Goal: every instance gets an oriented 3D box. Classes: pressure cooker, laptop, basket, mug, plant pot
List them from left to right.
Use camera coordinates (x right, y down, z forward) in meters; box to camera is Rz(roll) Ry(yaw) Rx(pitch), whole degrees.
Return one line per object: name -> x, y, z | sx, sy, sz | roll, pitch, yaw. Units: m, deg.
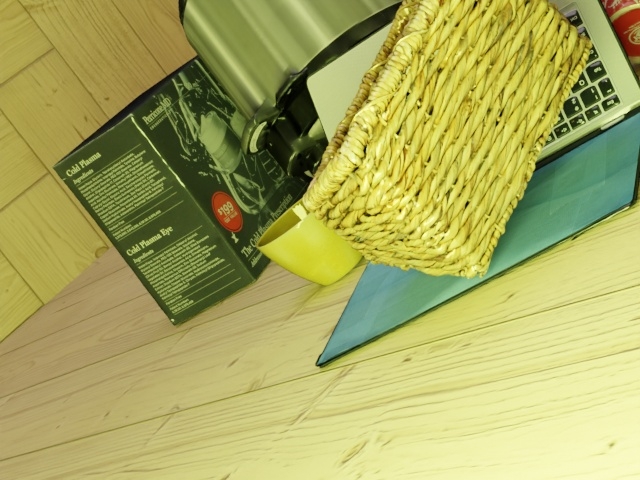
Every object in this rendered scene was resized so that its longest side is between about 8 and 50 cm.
plant pot -> 0.000, 0.000, 1.597 | 0.134, 0.095, 0.134 | -38, 12, 9
pressure cooker -> 0.024, -0.289, 1.924 | 0.370, 0.420, 0.375 | -44, -20, 17
basket -> 0.086, -0.144, 1.253 | 0.213, 0.223, 0.299 | 11, 69, 51
laptop -> 0.136, -0.120, 1.381 | 0.382, 0.408, 0.236 | -30, -20, 27
mug -> 0.383, -0.294, 1.571 | 0.150, 0.113, 0.169 | 118, 165, -45

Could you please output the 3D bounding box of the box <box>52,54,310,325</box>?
box -> -0.201, -0.096, 2.018 | 0.179, 0.312, 0.343 | -30, 14, 28
